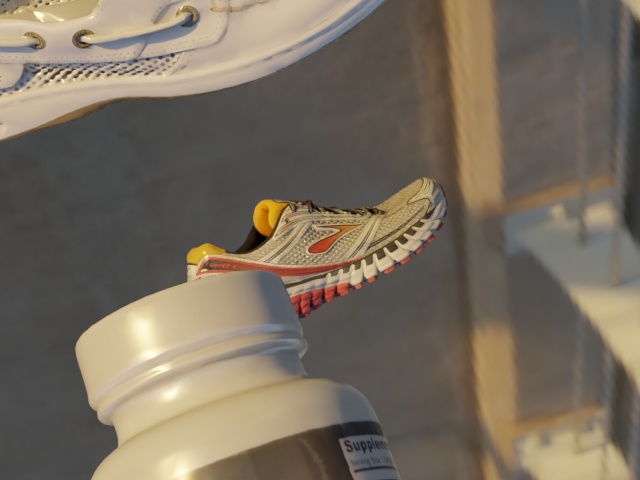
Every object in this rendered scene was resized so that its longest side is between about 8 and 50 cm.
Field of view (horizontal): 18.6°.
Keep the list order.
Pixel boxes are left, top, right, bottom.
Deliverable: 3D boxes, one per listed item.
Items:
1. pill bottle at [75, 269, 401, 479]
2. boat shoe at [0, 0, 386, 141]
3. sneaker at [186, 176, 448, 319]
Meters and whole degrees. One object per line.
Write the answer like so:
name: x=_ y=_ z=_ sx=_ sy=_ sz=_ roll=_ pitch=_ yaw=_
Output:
pill bottle: x=-0.029 y=0.186 z=1.108 sx=0.176 sy=0.318 sz=0.176 roll=-20 pitch=165 yaw=-5
boat shoe: x=-0.090 y=-0.128 z=0.958 sx=0.277 sy=0.098 sz=0.096 roll=-19 pitch=135 yaw=0
sneaker: x=0.000 y=0.000 z=1.501 sx=0.225 sy=0.092 sz=0.088 roll=-26 pitch=-177 yaw=-24
